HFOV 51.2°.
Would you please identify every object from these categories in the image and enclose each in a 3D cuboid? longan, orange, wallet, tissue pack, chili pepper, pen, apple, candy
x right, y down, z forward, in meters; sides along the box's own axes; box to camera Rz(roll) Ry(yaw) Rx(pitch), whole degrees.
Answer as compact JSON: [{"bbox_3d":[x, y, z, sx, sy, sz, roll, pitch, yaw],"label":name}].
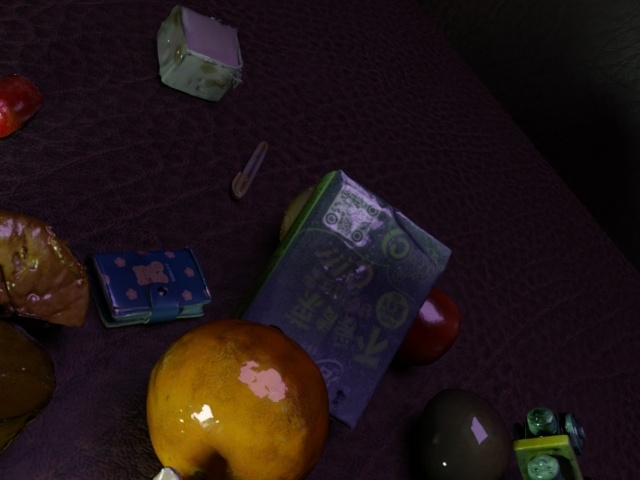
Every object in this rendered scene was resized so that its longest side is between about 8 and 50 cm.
[{"bbox_3d":[0.283,0.402,1.320,0.198,0.198,0.212,29,41,-21],"label":"longan"},{"bbox_3d":[-0.125,0.254,0.991,0.284,0.284,0.226,41,37,-6],"label":"orange"},{"bbox_3d":[-0.297,0.078,1.174,0.202,0.059,0.141,-3,60,-45],"label":"wallet"},{"bbox_3d":[0.031,0.106,1.241,0.288,0.124,0.394,34,76,-12],"label":"tissue pack"},{"bbox_3d":[-0.571,-0.229,1.182,0.086,0.084,0.192,22,36,-4],"label":"chili pepper"},{"bbox_3d":[-0.165,-0.168,1.552,0.040,0.032,0.233,16,39,1],"label":"pen"},{"bbox_3d":[0.207,0.177,1.455,0.168,0.181,0.181,44,36,-18],"label":"apple"},{"bbox_3d":[-0.287,-0.446,1.604,0.184,0.137,0.195,11,50,-36],"label":"candy"}]

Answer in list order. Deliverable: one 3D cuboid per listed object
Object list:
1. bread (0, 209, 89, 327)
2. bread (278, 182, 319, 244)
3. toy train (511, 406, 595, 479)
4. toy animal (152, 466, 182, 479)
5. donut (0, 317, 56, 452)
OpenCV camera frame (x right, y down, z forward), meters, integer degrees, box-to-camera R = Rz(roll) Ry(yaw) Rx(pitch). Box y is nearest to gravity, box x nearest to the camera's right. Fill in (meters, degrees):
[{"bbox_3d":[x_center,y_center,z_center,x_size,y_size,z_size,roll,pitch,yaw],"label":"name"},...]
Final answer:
[{"bbox_3d":[-0.450,0.026,0.962,0.260,0.147,0.160,22,1,-30],"label":"bread"},{"bbox_3d":[-0.003,0.001,1.420,0.192,0.171,0.314,35,42,-34],"label":"bread"},{"bbox_3d":[0.481,0.515,1.337,0.369,0.150,0.237,64,26,-23],"label":"toy train"},{"bbox_3d":[-0.204,0.452,0.830,0.213,0.195,0.256,-26,69,-18],"label":"toy animal"},{"bbox_3d":[-0.481,0.178,0.826,0.272,0.107,0.272,29,14,-8],"label":"donut"}]
